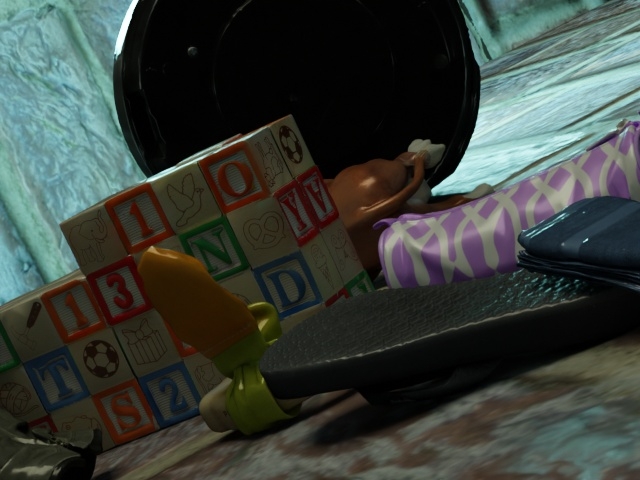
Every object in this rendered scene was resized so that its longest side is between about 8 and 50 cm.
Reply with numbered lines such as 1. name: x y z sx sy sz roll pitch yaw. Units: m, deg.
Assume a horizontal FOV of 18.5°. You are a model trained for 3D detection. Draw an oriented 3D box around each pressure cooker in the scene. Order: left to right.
1. pressure cooker: -0.043 -0.181 2.135 0.370 0.375 0.420 -29 7 -6

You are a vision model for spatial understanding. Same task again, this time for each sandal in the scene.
1. sandal: 0.076 0.062 1.116 0.254 0.054 0.097 -12 19 28

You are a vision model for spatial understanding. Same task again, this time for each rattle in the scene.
1. rattle: -0.012 0.032 1.305 0.200 0.143 0.130 -35 -9 -26

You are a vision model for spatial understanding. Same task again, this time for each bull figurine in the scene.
1. bull figurine: 0.000 0.000 1.681 0.310 0.101 0.188 -20 6 46

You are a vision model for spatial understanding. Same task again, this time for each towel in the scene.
1. towel: 0.162 0.002 1.051 0.067 0.029 0.119 -29 18 -25

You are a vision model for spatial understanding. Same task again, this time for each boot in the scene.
1. boot: -0.230 0.138 1.379 0.161 0.083 0.246 10 13 -2

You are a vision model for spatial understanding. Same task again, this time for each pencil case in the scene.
1. pencil case: 0.137 -0.008 1.239 0.206 0.088 0.086 -24 4 25

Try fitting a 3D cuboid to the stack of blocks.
1. stack of blocks: -0.122 0.045 1.465 0.297 0.171 0.087 -23 6 26
